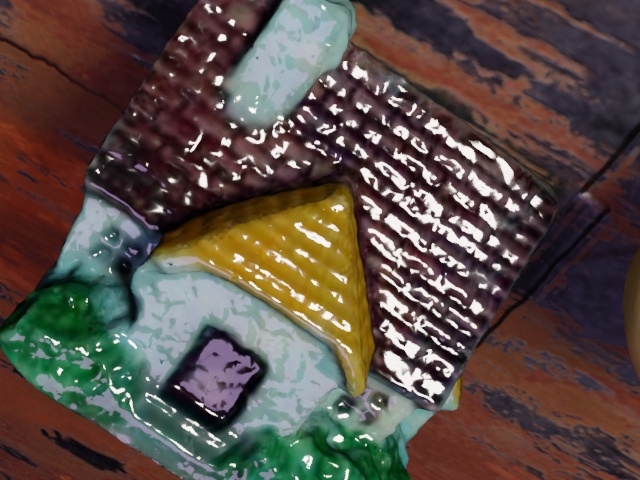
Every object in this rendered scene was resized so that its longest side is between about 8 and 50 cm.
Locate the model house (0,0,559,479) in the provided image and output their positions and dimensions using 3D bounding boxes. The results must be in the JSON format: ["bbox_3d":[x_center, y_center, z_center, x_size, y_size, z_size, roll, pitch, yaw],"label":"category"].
[{"bbox_3d":[0.000,0.000,0.691,0.281,0.230,0.248,33,120,-9],"label":"model house"}]

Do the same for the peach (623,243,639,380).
[{"bbox_3d":[0.253,0.046,0.580,0.184,0.184,0.184,19,143,15],"label":"peach"}]
